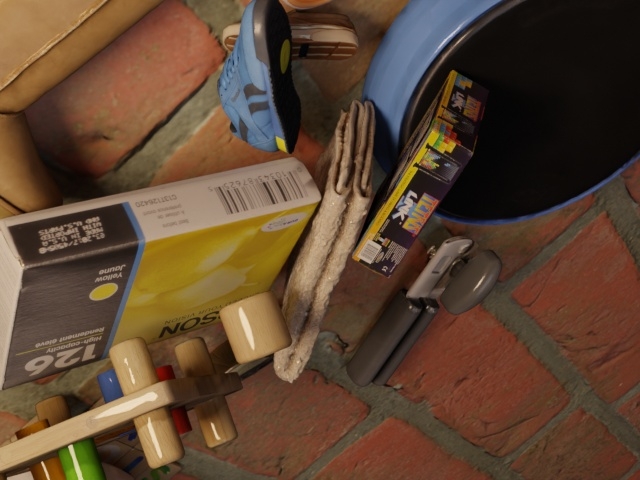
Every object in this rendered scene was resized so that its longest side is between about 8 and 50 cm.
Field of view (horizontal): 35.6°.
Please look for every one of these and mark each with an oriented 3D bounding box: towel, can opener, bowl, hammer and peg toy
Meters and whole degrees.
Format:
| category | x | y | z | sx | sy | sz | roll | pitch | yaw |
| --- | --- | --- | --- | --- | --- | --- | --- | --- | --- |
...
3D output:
| category | x | y | z | sx | sy | sz | roll | pitch | yaw |
| --- | --- | --- | --- | --- | --- | --- | --- | --- | --- |
| towel | 0.000 | 0.000 | 1.084 | 0.049 | 0.187 | 0.282 | 15 | 127 | -5 |
| can opener | 0.135 | 0.106 | 1.379 | 0.074 | 0.093 | 0.280 | 7 | 129 | -43 |
| bowl | 0.241 | -0.168 | 1.121 | 0.391 | 0.077 | 0.391 | -13 | 139 | -11 |
| hammer and peg toy | -0.177 | 0.179 | 1.045 | 0.361 | 0.127 | 0.266 | -23 | 171 | 7 |

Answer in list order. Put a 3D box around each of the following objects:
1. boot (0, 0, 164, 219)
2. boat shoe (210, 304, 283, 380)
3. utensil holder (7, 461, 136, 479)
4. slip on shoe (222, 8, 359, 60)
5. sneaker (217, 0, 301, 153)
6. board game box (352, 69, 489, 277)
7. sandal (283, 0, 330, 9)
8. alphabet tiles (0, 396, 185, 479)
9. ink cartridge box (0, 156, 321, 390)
| category | x | y | z | sx | sy | sz | roll | pitch | yaw |
| --- | --- | --- | --- | --- | --- | --- | --- | --- | --- |
| boot | -0.215 | -0.148 | 0.838 | 0.269 | 0.089 | 0.236 | -41 | 143 | 3 |
| boat shoe | -0.078 | 0.134 | 1.268 | 0.152 | 0.056 | 0.049 | -31 | 148 | 7 |
| utensil holder | -0.295 | 0.492 | 1.143 | 0.327 | 0.385 | 0.328 | -13 | 131 | -16 |
| slip on shoe | -0.029 | -0.202 | 0.966 | 0.135 | 0.041 | 0.051 | -2 | 159 | -14 |
| sneaker | -0.067 | -0.151 | 0.937 | 0.209 | 0.082 | 0.069 | 84 | 21 | -64 |
| board game box | 0.101 | -0.067 | 0.999 | 0.048 | 0.141 | 0.170 | 29 | 126 | -2 |
| sandal | 0.086 | -0.282 | 0.941 | 0.265 | 0.076 | 0.102 | -33 | 143 | -5 |
| alphabet tiles | -0.345 | 0.333 | 1.296 | 0.342 | 0.011 | 0.285 | -41 | 143 | 5 |
| ink cartridge box | -0.183 | 0.056 | 1.012 | 0.303 | 0.072 | 0.307 | -16 | 151 | -31 |
